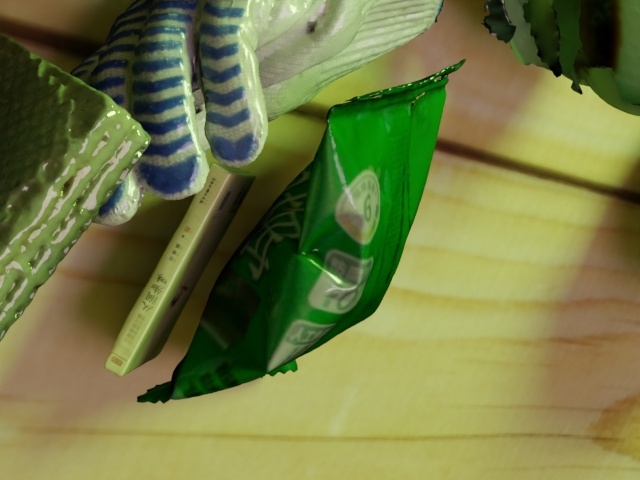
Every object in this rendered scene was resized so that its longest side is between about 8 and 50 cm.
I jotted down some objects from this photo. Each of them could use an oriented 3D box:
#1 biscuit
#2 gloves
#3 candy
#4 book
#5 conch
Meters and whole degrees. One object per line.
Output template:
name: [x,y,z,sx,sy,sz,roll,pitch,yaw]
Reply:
biscuit: [-0.160,0.013,0.532,0.199,0.121,0.040,-54,135,-4]
gloves: [-0.037,-0.082,0.612,0.229,0.097,0.119,-43,167,-32]
candy: [0.004,0.002,0.685,0.203,0.078,0.141,-59,178,23]
book: [-0.068,0.012,0.669,0.111,0.014,0.077,-61,176,4]
conch: [0.153,-0.168,0.724,0.250,0.143,0.137,44,39,-36]
